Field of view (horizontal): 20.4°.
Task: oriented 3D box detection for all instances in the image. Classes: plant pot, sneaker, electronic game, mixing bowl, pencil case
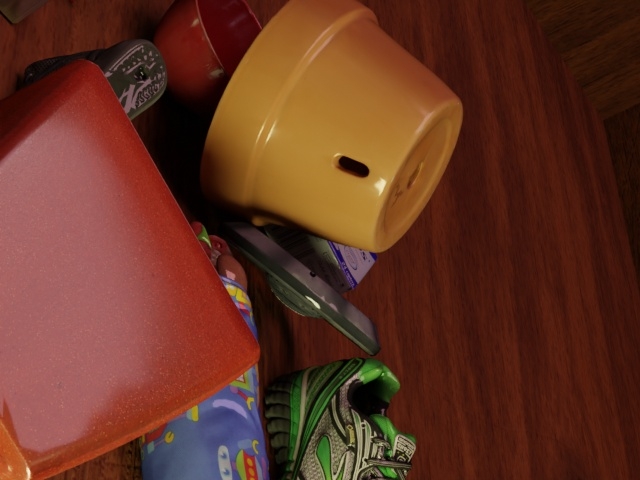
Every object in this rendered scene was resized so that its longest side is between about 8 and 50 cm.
[{"bbox_3d":[-0.253,0.067,1.295,0.267,0.267,0.236,61,33,-12],"label":"plant pot"},{"bbox_3d":[0.028,-0.119,2.021,0.203,0.291,0.291,30,14,16],"label":"plant pot"},{"bbox_3d":[-0.262,-0.117,1.714,0.227,0.130,0.087,-45,117,-39],"label":"sneaker"},{"bbox_3d":[-0.024,0.054,1.996,0.229,0.048,0.229,38,-2,2],"label":"electronic game"},{"bbox_3d":[-0.134,-0.215,2.092,0.181,0.098,0.181,50,24,-33],"label":"mixing bowl"},{"bbox_3d":[0.028,0.259,1.885,0.134,0.146,0.343,45,29,-42],"label":"sneaker"},{"bbox_3d":[-0.105,0.181,1.681,0.133,0.119,0.306,11,51,-29],"label":"pencil case"}]

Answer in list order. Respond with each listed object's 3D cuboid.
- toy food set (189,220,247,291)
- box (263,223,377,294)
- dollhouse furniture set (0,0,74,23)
[{"bbox_3d":[-0.130,0.017,1.879,0.218,0.071,0.128,45,28,-43],"label":"toy food set"},{"bbox_3d":[0.000,0.000,2.216,0.126,0.072,0.137,63,20,-9],"label":"box"},{"bbox_3d":[-0.300,-0.353,1.862,0.262,0.135,0.259,49,15,-37],"label":"dollhouse furniture set"}]
